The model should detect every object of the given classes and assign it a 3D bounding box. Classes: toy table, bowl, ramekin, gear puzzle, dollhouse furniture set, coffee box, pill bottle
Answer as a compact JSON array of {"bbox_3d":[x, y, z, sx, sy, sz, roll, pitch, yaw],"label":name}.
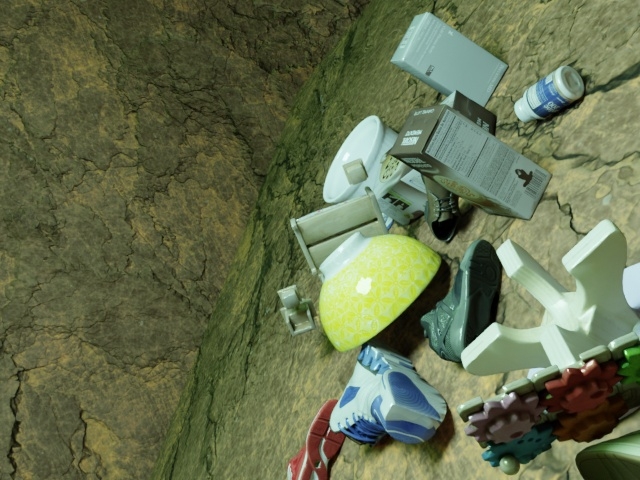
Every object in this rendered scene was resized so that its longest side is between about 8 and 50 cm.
[{"bbox_3d":[0.314,0.109,0.772,0.274,0.161,0.252,-56,18,15],"label":"toy table"},{"bbox_3d":[0.091,0.075,1.286,0.289,0.156,0.289,-43,3,3],"label":"bowl"},{"bbox_3d":[0.136,-0.201,1.759,0.277,0.135,0.277,-52,21,30],"label":"ramekin"},{"bbox_3d":[0.320,0.157,0.638,0.339,0.175,0.044,-26,45,9],"label":"gear puzzle"},{"bbox_3d":[0.000,0.000,1.464,0.303,0.355,0.174,-21,26,1],"label":"dollhouse furniture set"},{"bbox_3d":[0.267,-0.139,1.119,0.098,0.246,0.141,-63,17,-2],"label":"coffee box"},{"bbox_3d":[0.426,-0.269,1.164,0.120,0.067,0.067,-33,34,57],"label":"pill bottle"},{"bbox_3d":[0.253,-0.182,1.429,0.297,0.119,0.168,-38,29,52],"label":"coffee box"}]

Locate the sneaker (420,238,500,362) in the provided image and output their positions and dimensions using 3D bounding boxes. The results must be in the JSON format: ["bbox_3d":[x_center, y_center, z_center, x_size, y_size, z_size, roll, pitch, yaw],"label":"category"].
[{"bbox_3d":[0.242,0.106,1.094,0.130,0.087,0.227,-20,50,56],"label":"sneaker"}]

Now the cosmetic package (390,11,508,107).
[{"bbox_3d":[0.300,-0.414,1.451,0.127,0.238,0.107,-63,15,8],"label":"cosmetic package"}]

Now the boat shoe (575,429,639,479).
[{"bbox_3d":[0.371,0.214,0.585,0.098,0.109,0.302,-32,-9,-26],"label":"boat shoe"}]

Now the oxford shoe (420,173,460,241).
[{"bbox_3d":[0.251,-0.091,1.248,0.096,0.083,0.227,-96,-7,-49],"label":"oxford shoe"}]

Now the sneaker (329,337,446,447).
[{"bbox_3d":[0.111,0.313,1.130,0.182,0.127,0.315,-64,11,6],"label":"sneaker"}]

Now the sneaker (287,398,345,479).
[{"bbox_3d":[-0.022,0.445,1.339,0.128,0.087,0.221,-17,47,64],"label":"sneaker"}]

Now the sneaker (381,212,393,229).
[{"bbox_3d":[0.176,-0.090,1.611,0.135,0.058,0.052,-61,18,1],"label":"sneaker"}]
